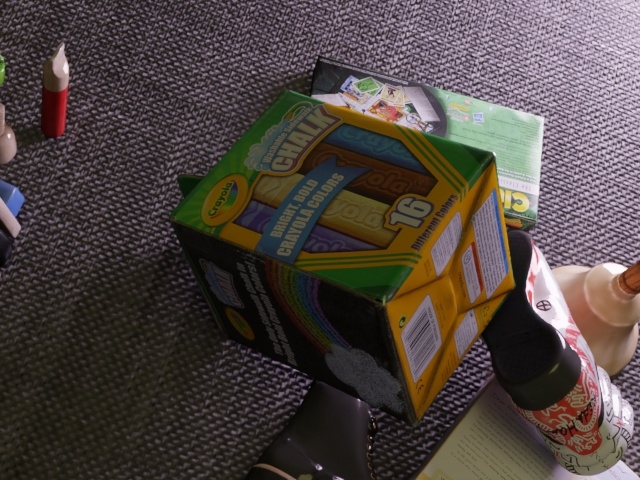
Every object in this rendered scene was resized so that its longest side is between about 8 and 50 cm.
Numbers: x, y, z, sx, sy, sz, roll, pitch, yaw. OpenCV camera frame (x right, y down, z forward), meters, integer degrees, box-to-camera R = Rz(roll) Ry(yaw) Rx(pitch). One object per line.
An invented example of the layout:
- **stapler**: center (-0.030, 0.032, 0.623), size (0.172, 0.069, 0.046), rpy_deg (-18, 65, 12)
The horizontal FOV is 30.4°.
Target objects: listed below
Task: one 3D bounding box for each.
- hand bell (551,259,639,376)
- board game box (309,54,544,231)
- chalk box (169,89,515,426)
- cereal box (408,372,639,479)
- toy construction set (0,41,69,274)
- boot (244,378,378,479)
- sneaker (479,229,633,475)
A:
- **hand bell**: center (0.297, 0.035, 1.111), size (0.126, 0.242, 0.126), rpy_deg (6, 64, -12)
- **board game box**: center (0.109, -0.102, 1.246), size (0.259, 0.030, 0.136), rpy_deg (15, 60, -8)
- **chalk box**: center (0.000, 0.000, 1.052), size (0.288, 0.180, 0.179), rpy_deg (23, 58, 31)
- **cereal box**: center (0.174, 0.234, 1.054), size (0.173, 0.047, 0.240), rpy_deg (44, 42, 7)
- **toy construction set**: center (-0.345, -0.091, 0.994), size (0.309, 0.237, 0.257), rpy_deg (-39, 80, -28)
- **boot**: center (0.046, 0.216, 1.055), size (0.197, 0.077, 0.137), rpy_deg (32, 56, 0)
- **sneaker**: center (0.210, 0.106, 1.104), size (0.145, 0.090, 0.270), rpy_deg (51, 14, -23)
